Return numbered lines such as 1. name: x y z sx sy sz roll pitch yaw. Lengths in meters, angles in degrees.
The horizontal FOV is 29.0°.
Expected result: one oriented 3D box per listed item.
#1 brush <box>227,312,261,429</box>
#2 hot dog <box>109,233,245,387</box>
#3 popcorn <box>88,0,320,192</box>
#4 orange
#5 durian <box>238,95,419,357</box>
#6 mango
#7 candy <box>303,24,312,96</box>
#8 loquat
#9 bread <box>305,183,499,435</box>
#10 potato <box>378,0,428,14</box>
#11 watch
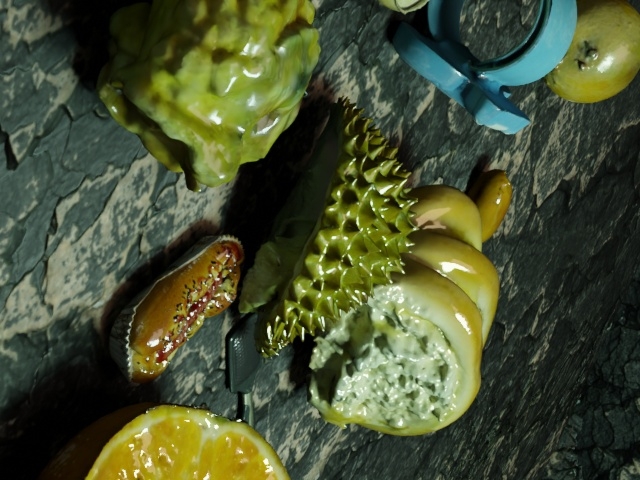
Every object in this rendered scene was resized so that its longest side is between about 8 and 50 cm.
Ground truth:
1. brush: -0.087 0.170 1.478 0.063 0.016 0.193 -39 144 -41
2. hot dog: -0.140 0.066 1.248 0.191 0.059 0.108 -48 154 -37
3. popcorn: -0.094 -0.150 1.014 0.189 0.169 0.218 -53 171 -10
4. orange: -0.146 0.296 1.218 0.310 0.274 0.274 13 105 -20
5. durian: 0.000 0.000 1.336 0.172 0.166 0.306 5 109 -59
6. mango: 0.249 -0.052 1.870 0.077 0.063 0.127 -29 142 -58
7. candy: -0.028 -0.213 1.233 0.043 0.045 0.175 -19 140 -11
8. loquat: 0.401 -0.287 1.864 0.204 0.149 0.172 -15 157 -18
9. bread: 0.124 0.095 1.565 0.270 0.211 0.316 -57 166 -45
10. potato: 0.106 -0.344 1.331 0.200 0.081 0.164 -54 161 -15
11. watch: 0.212 -0.254 1.479 0.193 0.211 0.211 -54 158 18
